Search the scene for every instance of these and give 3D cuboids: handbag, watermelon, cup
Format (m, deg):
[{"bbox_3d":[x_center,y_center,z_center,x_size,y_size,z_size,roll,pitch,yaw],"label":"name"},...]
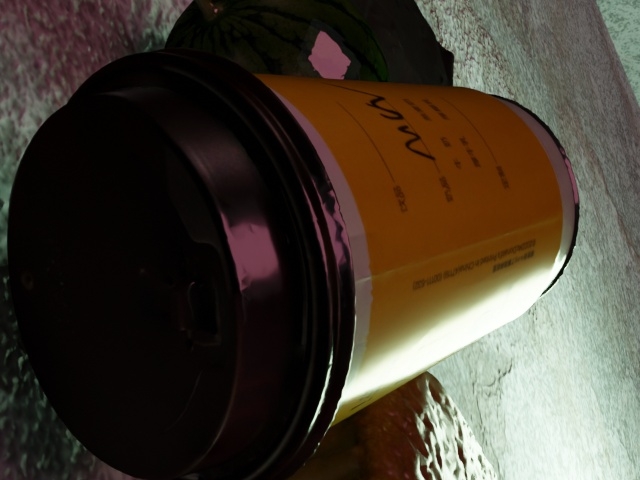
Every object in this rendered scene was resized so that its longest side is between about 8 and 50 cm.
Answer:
[{"bbox_3d":[0.045,-0.164,0.960,0.223,0.080,0.247,54,30,-36],"label":"handbag"},{"bbox_3d":[-0.037,-0.107,0.677,0.187,0.141,0.140,49,33,-41],"label":"watermelon"},{"bbox_3d":[0.000,0.000,0.548,0.280,0.196,0.196,-14,88,-46],"label":"cup"}]

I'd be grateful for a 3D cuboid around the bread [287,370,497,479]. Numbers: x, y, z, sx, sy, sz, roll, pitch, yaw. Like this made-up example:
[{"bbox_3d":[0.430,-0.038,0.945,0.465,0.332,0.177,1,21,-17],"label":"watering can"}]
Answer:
[{"bbox_3d":[0.036,0.201,0.631,0.253,0.142,0.227,56,21,-29],"label":"bread"}]
